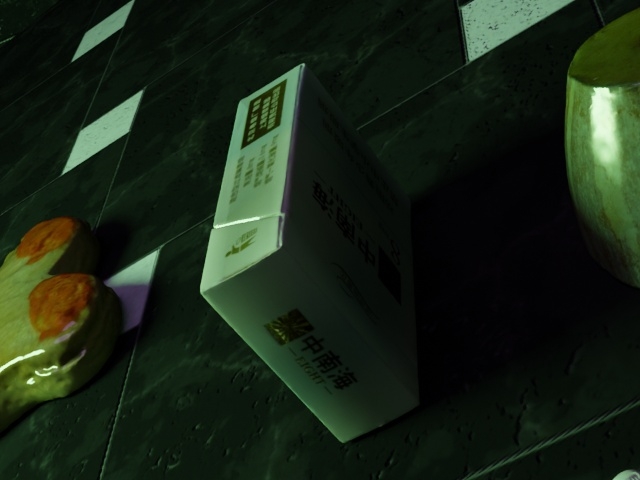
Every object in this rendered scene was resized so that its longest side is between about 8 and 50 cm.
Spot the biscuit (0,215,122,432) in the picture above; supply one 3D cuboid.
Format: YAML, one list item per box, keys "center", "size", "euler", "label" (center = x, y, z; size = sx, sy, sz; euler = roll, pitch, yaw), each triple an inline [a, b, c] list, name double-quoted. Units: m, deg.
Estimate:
- center: [-0.373, 0.146, 1.143]
  size: [0.394, 0.076, 0.368]
  euler: [-40, 26, 0]
  label: "biscuit"

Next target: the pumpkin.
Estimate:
- center: [0.226, -0.083, 0.676]
  size: [0.217, 0.110, 0.217]
  euler: [-34, 27, 20]
  label: "pumpkin"

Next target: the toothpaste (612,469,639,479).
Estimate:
- center: [0.181, 0.151, 0.471]
  size: [0.048, 0.031, 0.190]
  euler: [-39, 30, -4]
  label: "toothpaste"

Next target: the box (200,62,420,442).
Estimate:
- center: [0.000, 0.000, 0.794]
  size: [0.067, 0.155, 0.243]
  euler: [-31, 27, 22]
  label: "box"
